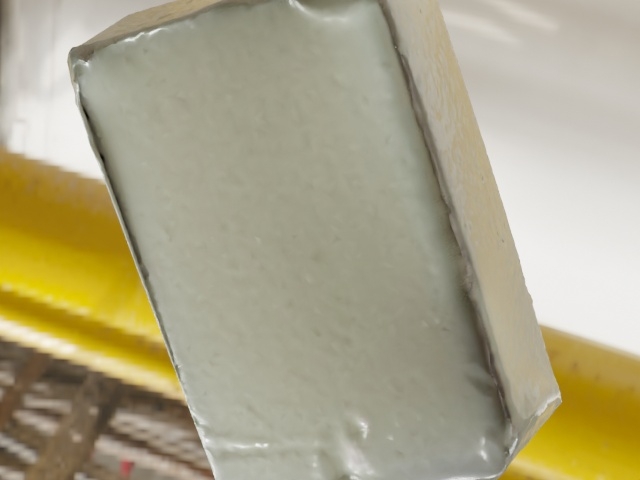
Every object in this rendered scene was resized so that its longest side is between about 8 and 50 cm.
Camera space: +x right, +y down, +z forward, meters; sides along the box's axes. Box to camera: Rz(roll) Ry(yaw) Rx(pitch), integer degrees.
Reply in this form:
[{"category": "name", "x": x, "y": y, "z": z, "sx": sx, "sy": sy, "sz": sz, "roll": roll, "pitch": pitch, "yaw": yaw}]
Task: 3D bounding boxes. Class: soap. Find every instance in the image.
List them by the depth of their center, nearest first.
[{"category": "soap", "x": 0.000, "y": 0.000, "z": 0.611, "sx": 0.121, "sy": 0.183, "sz": 0.064, "roll": -12, "pitch": -165, "yaw": 23}]
